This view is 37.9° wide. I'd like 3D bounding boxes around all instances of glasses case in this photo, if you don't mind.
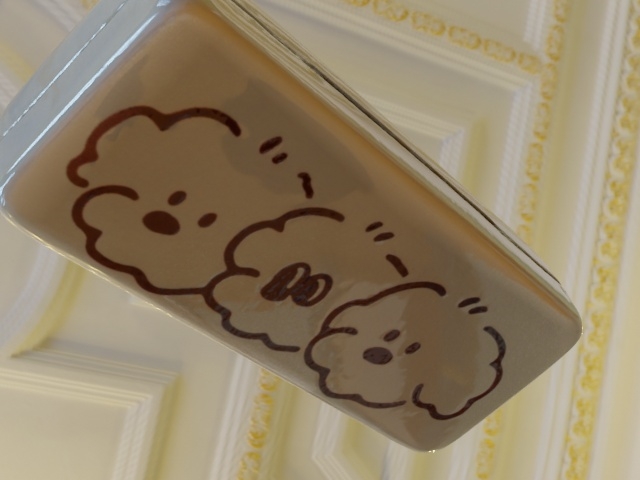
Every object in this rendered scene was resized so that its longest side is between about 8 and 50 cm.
[{"bbox_3d":[0.000,0.000,0.510,0.144,0.076,0.336,-44,-53,17],"label":"glasses case"}]
